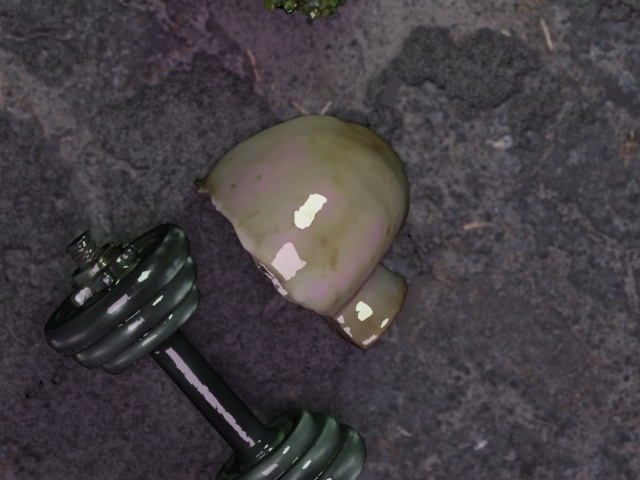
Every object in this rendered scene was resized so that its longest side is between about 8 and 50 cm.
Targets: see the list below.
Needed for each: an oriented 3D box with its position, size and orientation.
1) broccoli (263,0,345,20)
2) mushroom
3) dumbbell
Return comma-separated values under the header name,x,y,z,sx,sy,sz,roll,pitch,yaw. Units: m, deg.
name,x,y,z,sx,sy,sz,roll,pitch,yaw
broccoli,-0.023,-0.329,1.886,0.273,0.180,0.242,32,84,22
mushroom,0.019,-0.017,1.936,0.173,0.162,0.236,-41,104,6
dumbbell,-0.113,0.151,1.952,0.179,0.179,0.406,-39,102,4
